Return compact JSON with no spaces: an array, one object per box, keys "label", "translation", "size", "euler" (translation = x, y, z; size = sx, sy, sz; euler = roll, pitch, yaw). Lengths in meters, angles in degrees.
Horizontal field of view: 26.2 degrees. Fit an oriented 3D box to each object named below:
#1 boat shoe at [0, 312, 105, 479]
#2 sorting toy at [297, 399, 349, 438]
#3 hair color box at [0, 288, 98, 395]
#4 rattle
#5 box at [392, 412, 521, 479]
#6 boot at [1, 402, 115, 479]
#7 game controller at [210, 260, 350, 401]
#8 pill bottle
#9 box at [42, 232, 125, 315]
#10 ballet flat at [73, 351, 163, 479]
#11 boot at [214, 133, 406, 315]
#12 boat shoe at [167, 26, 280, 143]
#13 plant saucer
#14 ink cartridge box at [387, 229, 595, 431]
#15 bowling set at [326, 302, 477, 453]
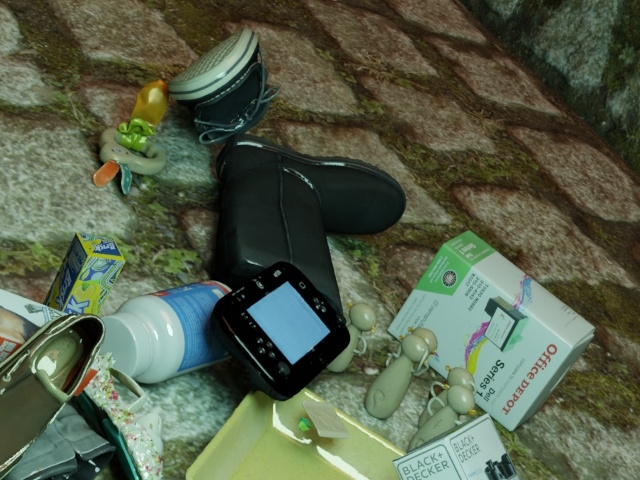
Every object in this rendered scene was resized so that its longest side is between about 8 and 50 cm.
[{"label":"boat shoe","translation":[-0.327,0.170,1.531],"size":[0.095,0.095,0.257],"euler":[46,49,-19]},{"label":"sorting toy","translation":[-0.004,0.245,1.880],"size":[0.083,0.012,0.062],"euler":[12,36,-39]},{"label":"hair color box","translation":[-0.355,0.118,1.658],"size":[0.167,0.053,0.093],"euler":[24,28,-36]},{"label":"rattle","translation":[-0.313,-0.176,2.349],"size":[0.130,0.143,0.199],"euler":[46,21,0]},{"label":"box","translation":[0.220,0.387,1.807],"size":[0.169,0.087,0.290],"euler":[-8,71,-62]},{"label":"boot","translation":[-0.403,0.217,1.590],"size":[0.338,0.118,0.223],"euler":[-13,54,-49]},{"label":"game controller","translation":[-0.053,0.123,1.964],"size":[0.166,0.067,0.319],"euler":[58,21,0]},{"label":"pill bottle","translation":[-0.214,0.130,1.917],"size":[0.124,0.124,0.221],"euler":[42,27,22]},{"label":"box","translation":[-0.327,0.072,1.851],"size":[0.059,0.169,0.054],"euler":[8,34,-36]},{"label":"ballet flat","translation":[-0.248,0.225,1.746],"size":[0.077,0.091,0.241],"euler":[-26,54,-20]},{"label":"boot","translation":[-0.002,0.000,2.338],"size":[0.367,0.146,0.445],"euler":[13,26,-13]},{"label":"boat shoe","translation":[-0.167,-0.267,2.478],"size":[0.156,0.187,0.500],"euler":[55,-4,-4]},{"label":"plant saucer","translation":[0.003,0.349,1.808],"size":[0.333,0.081,0.333],"euler":[32,25,5]},{"label":"ink cartridge box","translation":[0.286,0.151,2.313],"size":[0.278,0.201,0.117],"euler":[39,28,16]},{"label":"bowling set","translation":[0.162,0.204,2.145],"size":[0.200,0.154,0.287],"euler":[-6,44,-51]}]
